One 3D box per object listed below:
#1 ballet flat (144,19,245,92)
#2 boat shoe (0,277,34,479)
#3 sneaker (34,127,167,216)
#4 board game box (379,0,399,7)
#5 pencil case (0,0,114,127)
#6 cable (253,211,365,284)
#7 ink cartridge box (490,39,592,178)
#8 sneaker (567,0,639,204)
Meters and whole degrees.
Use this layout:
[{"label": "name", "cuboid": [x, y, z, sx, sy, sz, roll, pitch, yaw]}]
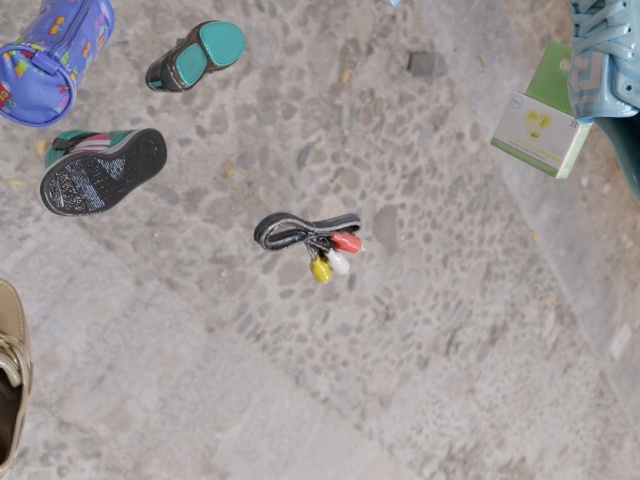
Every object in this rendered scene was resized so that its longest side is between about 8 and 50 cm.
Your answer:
[{"label": "ballet flat", "cuboid": [-0.238, -0.342, 1.433, 0.095, 0.096, 0.280, 68, 29, -19]}, {"label": "boat shoe", "cuboid": [-0.443, 0.178, 1.053, 0.121, 0.341, 0.110, 12, 136, -34]}, {"label": "sneaker", "cuboid": [-0.416, -0.119, 1.319, 0.295, 0.178, 0.124, -41, 123, -56]}, {"label": "board game box", "cuboid": [0.038, -0.482, 1.269, 0.039, 0.160, 0.211, -54, 147, 0]}, {"label": "pencil case", "cuboid": [-0.386, -0.289, 1.137, 0.119, 0.306, 0.133, 30, 122, -21]}, {"label": "cable", "cuboid": [0.000, 0.000, 1.306, 0.139, 0.072, 0.287, -43, 158, 8]}, {"label": "ink cartridge box", "cuboid": [0.459, -0.263, 1.530, 0.056, 0.171, 0.235, -3, 121, -46]}, {"label": "sneaker", "cuboid": [0.307, -0.196, 0.776, 0.150, 0.135, 0.366, -35, 100, -18]}]
